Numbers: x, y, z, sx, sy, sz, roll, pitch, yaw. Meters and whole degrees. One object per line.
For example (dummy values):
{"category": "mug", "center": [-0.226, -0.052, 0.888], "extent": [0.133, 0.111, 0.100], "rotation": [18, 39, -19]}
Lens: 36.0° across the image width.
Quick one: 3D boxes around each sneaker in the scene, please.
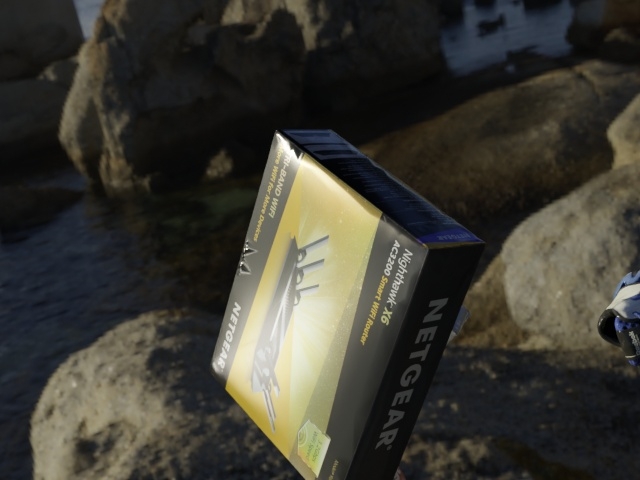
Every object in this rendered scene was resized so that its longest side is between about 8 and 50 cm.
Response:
{"category": "sneaker", "center": [0.554, 0.123, 1.505], "extent": [0.182, 0.127, 0.315], "rotation": [-34, 12, -37]}

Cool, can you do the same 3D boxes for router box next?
{"category": "router box", "center": [0.012, 0.075, 1.006], "extent": [0.081, 0.309, 0.243], "rotation": [-6, 33, -40]}

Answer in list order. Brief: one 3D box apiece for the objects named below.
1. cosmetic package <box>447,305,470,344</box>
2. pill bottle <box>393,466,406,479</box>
{"category": "cosmetic package", "center": [0.185, 0.140, 2.120], "extent": [0.127, 0.238, 0.107], "rotation": [-50, -3, 37]}
{"category": "pill bottle", "center": [0.070, 0.394, 1.694], "extent": [0.121, 0.216, 0.121], "rotation": [-29, -1, -1]}
